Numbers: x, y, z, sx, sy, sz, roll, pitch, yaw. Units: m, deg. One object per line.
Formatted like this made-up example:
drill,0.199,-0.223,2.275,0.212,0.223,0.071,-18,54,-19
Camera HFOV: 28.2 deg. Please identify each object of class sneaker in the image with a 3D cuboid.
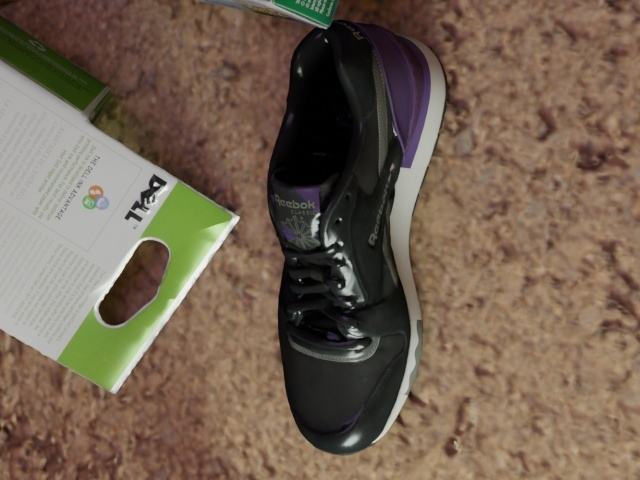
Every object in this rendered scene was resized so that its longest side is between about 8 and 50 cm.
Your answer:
sneaker,0.000,0.000,0.820,0.107,0.124,0.283,6,93,29

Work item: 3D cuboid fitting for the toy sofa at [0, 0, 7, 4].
toy sofa,-0.344,-0.264,0.880,0.177,0.362,0.150,-20,80,33

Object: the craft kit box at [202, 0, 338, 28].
craft kit box,-0.048,-0.279,0.833,0.247,0.061,0.250,22,95,51

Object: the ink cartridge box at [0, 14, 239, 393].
ink cartridge box,-0.213,-0.031,0.967,0.255,0.097,0.189,33,108,-10
